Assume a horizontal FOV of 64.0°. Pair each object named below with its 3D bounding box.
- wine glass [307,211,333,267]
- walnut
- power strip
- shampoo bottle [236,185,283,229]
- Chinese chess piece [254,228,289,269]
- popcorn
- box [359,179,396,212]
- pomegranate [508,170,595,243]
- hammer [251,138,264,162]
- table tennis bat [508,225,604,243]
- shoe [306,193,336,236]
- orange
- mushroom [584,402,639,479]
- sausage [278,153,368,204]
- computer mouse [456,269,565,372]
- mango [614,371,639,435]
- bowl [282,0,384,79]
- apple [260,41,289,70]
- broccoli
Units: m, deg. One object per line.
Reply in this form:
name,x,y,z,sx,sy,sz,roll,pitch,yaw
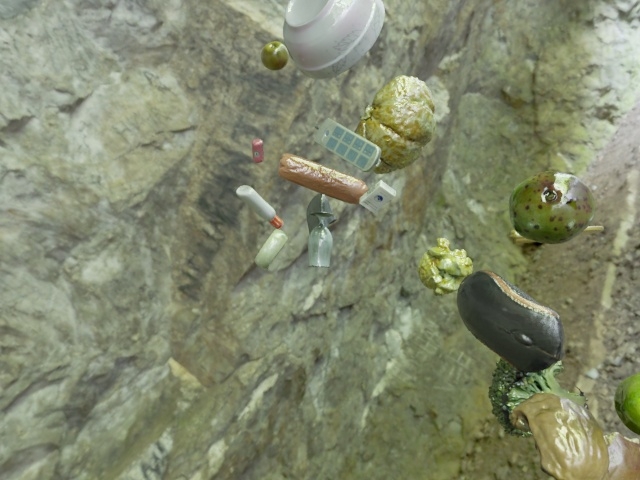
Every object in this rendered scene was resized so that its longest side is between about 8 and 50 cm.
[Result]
wine glass,0.000,0.000,1.882,0.093,0.093,0.202,36,-125,-77
walnut,0.547,0.439,1.138,0.204,0.238,0.141,0,-57,-58
power strip,0.069,-0.270,1.433,0.080,0.227,0.029,-61,-20,13
shampoo bottle,-0.223,-0.123,1.953,0.221,0.108,0.051,46,-110,-35
Chinese chess piece,-0.163,0.030,1.727,0.144,0.058,0.144,-54,2,3
popcorn,0.437,0.096,1.805,0.187,0.185,0.167,-43,-6,8
box,0.147,-0.112,1.320,0.083,0.054,0.024,-39,25,39
pomegranate,0.692,-0.099,1.519,0.286,0.231,0.230,-10,-48,-53
hammer,-0.213,-0.303,1.740,0.043,0.043,0.083,-46,-31,-44
table tennis bat,0.820,-0.023,1.793,0.198,0.321,0.050,102,163,-85
shoe,0.012,-0.066,2.045,0.108,0.093,0.240,-31,55,46
orange,0.284,-0.386,1.819,0.271,0.210,0.368,8,-62,-50
mushroom,0.813,0.637,1.482,0.233,0.208,0.302,-59,-12,7
sausage,0.007,-0.187,1.582,0.086,0.289,0.086,-161,90,-81
computer mouse,0.475,0.204,1.330,0.116,0.323,0.182,0,-62,-39
mango,0.769,0.364,1.151,0.186,0.149,0.273,-22,-23,14
bowl,0.010,-0.587,1.353,0.144,0.287,0.286,28,-87,-48
apple,-0.144,-0.576,1.600,0.089,0.090,0.074,-52,-29,-25
broccoli,0.581,0.420,1.436,0.180,0.273,0.242,-156,74,-70
